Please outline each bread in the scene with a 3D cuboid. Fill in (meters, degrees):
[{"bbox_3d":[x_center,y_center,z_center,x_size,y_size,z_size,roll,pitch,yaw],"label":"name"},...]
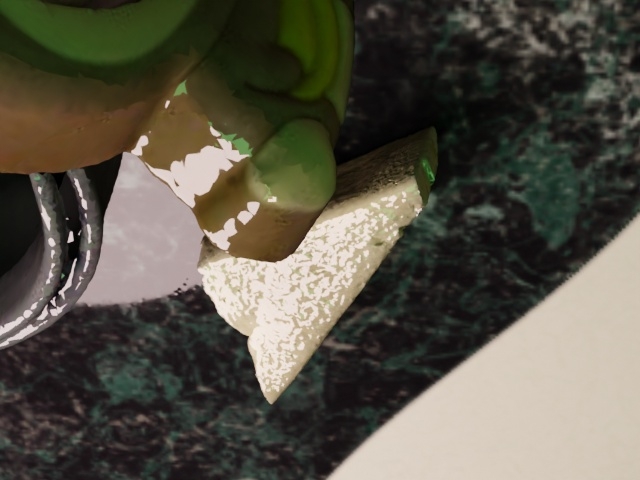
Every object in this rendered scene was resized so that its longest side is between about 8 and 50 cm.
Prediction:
[{"bbox_3d":[0.016,0.014,0.872,0.152,0.077,0.105,-20,116,23],"label":"bread"}]

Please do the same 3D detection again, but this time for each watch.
[{"bbox_3d":[-0.196,-0.075,0.749,0.335,0.314,0.327,27,136,-24],"label":"watch"}]
